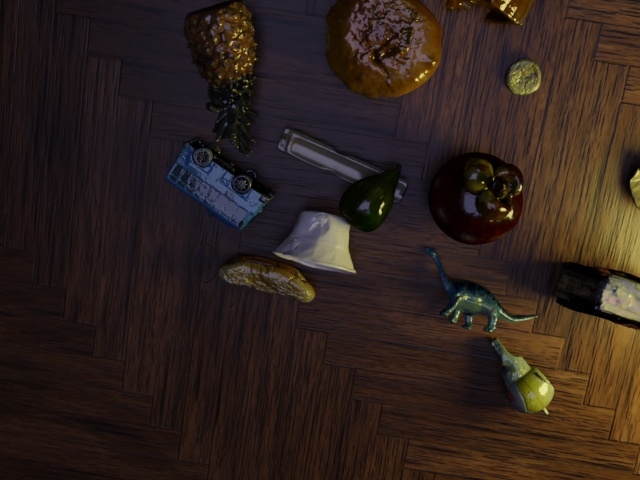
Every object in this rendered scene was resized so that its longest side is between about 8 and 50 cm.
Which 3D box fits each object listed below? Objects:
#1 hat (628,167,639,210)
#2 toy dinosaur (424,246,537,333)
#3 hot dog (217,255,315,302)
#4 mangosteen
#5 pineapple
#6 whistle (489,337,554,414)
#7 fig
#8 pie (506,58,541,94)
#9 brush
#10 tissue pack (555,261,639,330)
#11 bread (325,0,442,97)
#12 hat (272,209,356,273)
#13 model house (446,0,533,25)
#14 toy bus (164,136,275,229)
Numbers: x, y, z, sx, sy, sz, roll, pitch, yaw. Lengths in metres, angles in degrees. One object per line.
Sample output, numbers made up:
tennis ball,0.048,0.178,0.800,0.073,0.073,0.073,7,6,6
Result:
hat,0.814,-0.110,1.839,0.175,0.085,0.147,-10,91,-18
toy dinosaur,0.362,0.156,1.906,0.329,0.076,0.144,32,70,-4
hot dog,-0.126,0.087,1.913,0.242,0.084,0.073,14,104,1
mangosteen,0.355,-0.103,1.759,0.215,0.257,0.215,1,76,-5
pineapple,-0.204,-0.362,1.792,0.169,0.169,0.340,-10,110,5
whistle,0.480,0.338,1.929,0.123,0.123,0.223,-39,85,10
fig,0.125,-0.104,1.803,0.117,0.117,0.177,43,98,-7
pie,0.466,-0.376,1.813,0.084,0.021,0.084,1,107,4
brush,0.053,-0.179,1.864,0.321,0.050,0.060,24,105,-1
tissue pack,0.683,0.134,1.758,0.245,0.332,0.123,16,94,1
bread,0.136,-0.438,1.755,0.268,0.146,0.268,2,104,6
hat,0.000,0.000,1.857,0.203,0.203,0.126,16,84,-1
model house,0.407,-0.577,1.675,0.229,0.219,0.199,20,88,11
toy bus,-0.234,-0.129,1.855,0.234,0.116,0.133,35,102,-3
